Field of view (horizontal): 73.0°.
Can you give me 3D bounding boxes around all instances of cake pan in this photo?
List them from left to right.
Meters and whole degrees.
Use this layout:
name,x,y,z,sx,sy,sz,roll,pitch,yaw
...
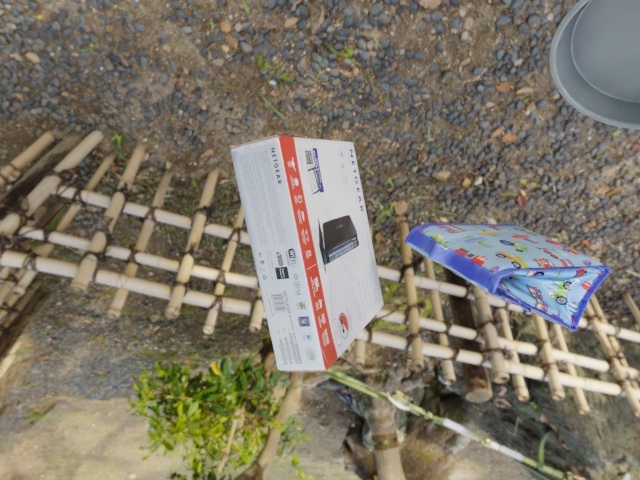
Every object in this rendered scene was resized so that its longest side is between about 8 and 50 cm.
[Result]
name,x,y,z,sx,sy,sz,roll,pitch,yaw
cake pan,0.529,-0.304,0.687,0.294,0.054,0.293,28,159,12

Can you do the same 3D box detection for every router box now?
name,x,y,z,sx,sy,sz,roll,pitch,yaw
router box,0.000,0.000,0.732,0.082,0.301,0.334,-8,97,25

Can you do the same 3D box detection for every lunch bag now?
name,x,y,z,sx,sy,sz,roll,pitch,yaw
lunch bag,0.313,0.039,0.778,0.294,0.221,0.138,12,106,-30
